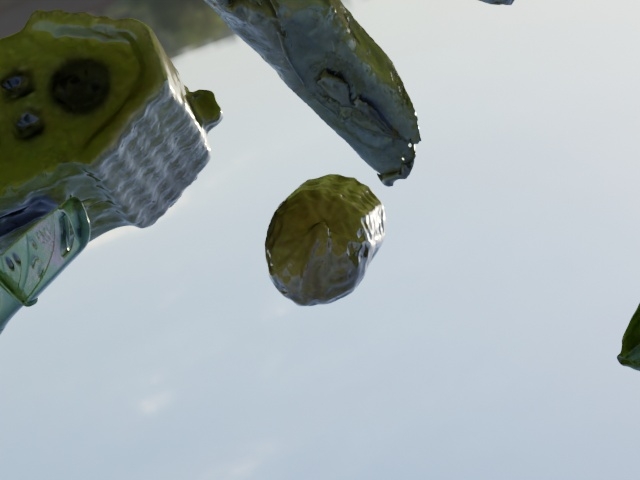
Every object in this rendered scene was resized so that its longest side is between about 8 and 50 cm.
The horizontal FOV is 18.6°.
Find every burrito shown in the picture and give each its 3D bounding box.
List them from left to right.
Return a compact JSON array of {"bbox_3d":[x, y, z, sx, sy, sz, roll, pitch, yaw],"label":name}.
[{"bbox_3d":[-0.004,-0.090,0.871,0.041,0.149,0.055,-13,-138,44],"label":"burrito"}]

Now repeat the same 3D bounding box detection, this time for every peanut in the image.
[{"bbox_3d":[0.000,0.000,1.468,0.093,0.083,0.194,-44,-177,17],"label":"peanut"}]

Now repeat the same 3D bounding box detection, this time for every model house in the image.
[{"bbox_3d":[-0.210,-0.100,1.650,0.234,0.175,0.193,-26,159,1],"label":"model house"}]

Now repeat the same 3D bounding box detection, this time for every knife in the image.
[{"bbox_3d":[-0.147,0.022,0.913,0.014,0.030,0.207,-26,174,-33],"label":"knife"}]

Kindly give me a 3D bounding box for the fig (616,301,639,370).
[{"bbox_3d":[0.346,0.012,1.531,0.167,0.167,0.233,-12,-140,46],"label":"fig"}]

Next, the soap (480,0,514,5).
[{"bbox_3d":[0.014,-0.247,1.092,0.257,0.160,0.080,19,-166,-2],"label":"soap"}]
